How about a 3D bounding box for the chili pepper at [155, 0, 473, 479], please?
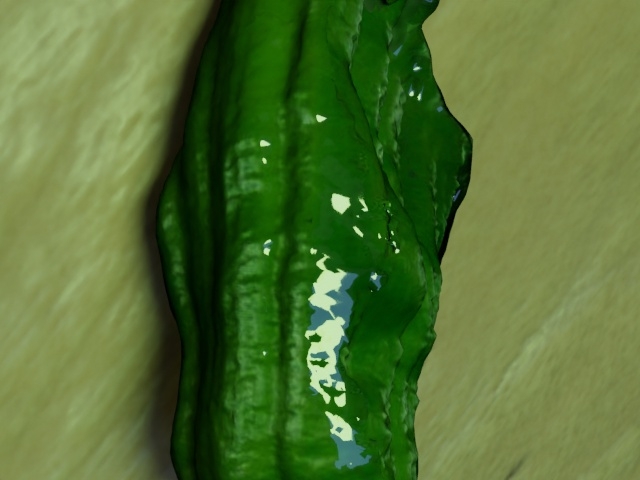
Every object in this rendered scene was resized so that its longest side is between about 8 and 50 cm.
[{"bbox_3d":[-0.008,0.000,0.817,0.167,0.213,0.385,3,84,14],"label":"chili pepper"}]
